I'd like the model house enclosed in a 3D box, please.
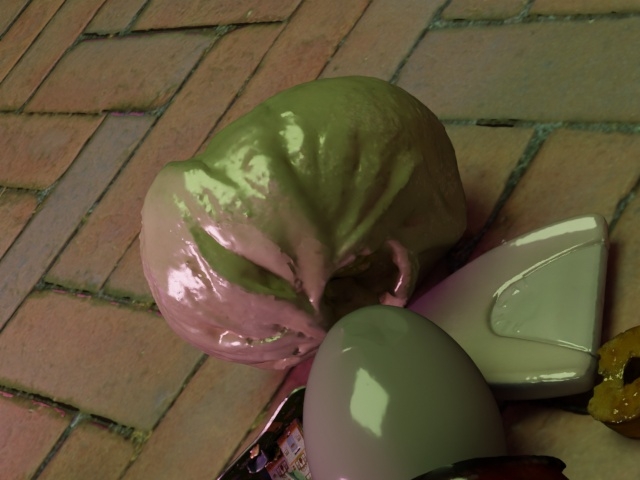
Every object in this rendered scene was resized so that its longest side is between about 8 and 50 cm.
[{"bbox_3d":[-0.011,0.227,1.432,0.167,0.117,0.088,-50,52,26],"label":"model house"}]

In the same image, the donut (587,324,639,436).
[{"bbox_3d":[0.279,0.121,1.281,0.097,0.043,0.108,-13,42,42],"label":"donut"}]

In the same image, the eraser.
[{"bbox_3d":[0.165,0.086,1.440,0.243,0.059,0.204,-18,40,33],"label":"eraser"}]

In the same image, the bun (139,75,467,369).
[{"bbox_3d":[0.000,0.000,1.523,0.365,0.365,0.219,-41,66,7],"label":"bun"}]

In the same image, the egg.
[{"bbox_3d":[0.072,0.166,1.317,0.176,0.176,0.232,-25,67,30],"label":"egg"}]

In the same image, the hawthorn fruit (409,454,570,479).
[{"bbox_3d":[0.154,0.276,1.129,0.189,0.189,0.251,-43,46,3],"label":"hawthorn fruit"}]
